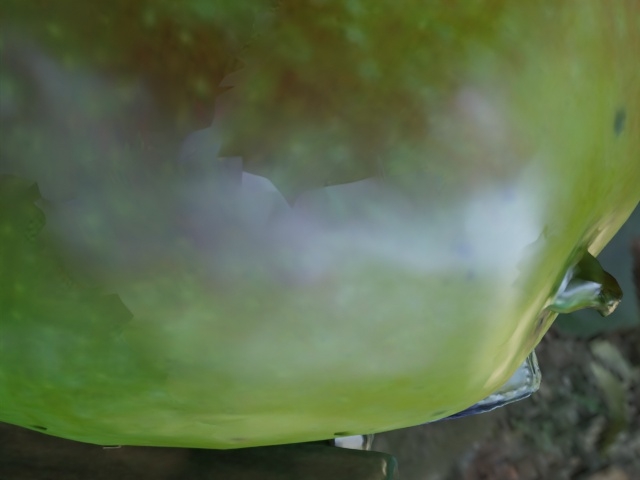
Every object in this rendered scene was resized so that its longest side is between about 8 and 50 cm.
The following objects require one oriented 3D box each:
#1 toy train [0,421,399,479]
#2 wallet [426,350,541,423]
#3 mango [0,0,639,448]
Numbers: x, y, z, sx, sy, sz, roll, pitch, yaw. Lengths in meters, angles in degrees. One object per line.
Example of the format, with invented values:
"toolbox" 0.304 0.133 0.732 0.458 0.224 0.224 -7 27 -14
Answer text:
"toy train" -0.148 0.162 0.785 0.442 0.179 0.272 5 129 12
"wallet" 0.000 0.000 1.150 0.223 0.077 0.309 -12 134 6
"mango" -0.099 -0.082 0.485 0.382 0.201 0.225 18 83 11
